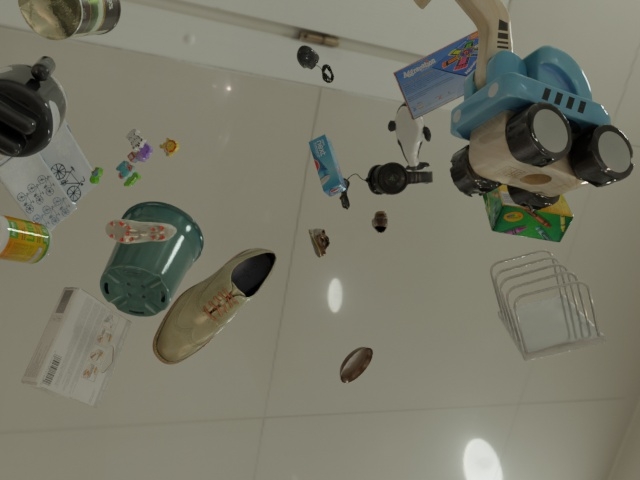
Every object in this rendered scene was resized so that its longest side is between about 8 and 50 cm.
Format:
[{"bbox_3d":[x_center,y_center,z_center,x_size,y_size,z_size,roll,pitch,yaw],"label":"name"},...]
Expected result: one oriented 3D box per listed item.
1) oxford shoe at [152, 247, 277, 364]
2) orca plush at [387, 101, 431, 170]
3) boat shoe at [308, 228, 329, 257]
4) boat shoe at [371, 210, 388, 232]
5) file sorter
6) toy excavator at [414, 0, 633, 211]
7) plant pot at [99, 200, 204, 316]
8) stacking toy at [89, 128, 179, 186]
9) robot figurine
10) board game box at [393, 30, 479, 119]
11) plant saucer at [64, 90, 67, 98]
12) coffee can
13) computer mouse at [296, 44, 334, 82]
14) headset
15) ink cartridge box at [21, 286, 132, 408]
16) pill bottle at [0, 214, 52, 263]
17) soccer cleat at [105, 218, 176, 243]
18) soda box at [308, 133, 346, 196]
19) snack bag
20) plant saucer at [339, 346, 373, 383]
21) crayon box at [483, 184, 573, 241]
[{"bbox_3d":[-0.268,0.152,1.342,0.397,0.140,0.146,-49,-169,-24],"label":"oxford shoe"},{"bbox_3d":[0.329,-0.370,1.777,0.151,0.287,0.102,7,-127,39],"label":"orca plush"},{"bbox_3d":[0.000,0.000,1.744,0.178,0.060,0.064,-110,-174,-66],"label":"boat shoe"},{"bbox_3d":[0.264,-0.070,2.326,0.207,0.073,0.073,59,27,-76],"label":"boat shoe"},{"bbox_3d":[0.574,0.156,1.367,0.278,0.192,0.173,-70,143,-74],"label":"file sorter"},{"bbox_3d":[0.361,-0.324,1.023,0.222,0.432,0.445,147,-48,-64],"label":"toy excavator"},{"bbox_3d":[-0.647,0.086,1.975,0.334,0.341,0.341,-86,-167,-52],"label":"plant pot"},{"bbox_3d":[-0.528,-0.222,1.488,0.221,0.167,0.052,-38,-101,16],"label":"stacking toy"},{"bbox_3d":[-0.665,-0.290,1.148,0.278,0.209,0.174,-113,-170,-57],"label":"robot figurine"},{"bbox_3d":[0.361,-0.469,1.467,0.027,0.281,0.145,-101,164,-69],"label":"board game box"},{"bbox_3d":[-1.081,-0.527,2.043,0.037,0.195,0.195,56,-31,8],"label":"plant saucer"},{"bbox_3d":[-0.808,-0.769,1.704,0.275,0.201,0.202,-77,-178,-64],"label":"coffee can"},{"bbox_3d":[-0.009,-0.640,1.915,0.041,0.242,0.071,32,-82,32],"label":"computer mouse"},{"bbox_3d":[0.273,-0.227,2.165,0.243,0.394,0.185,-162,-111,-76],"label":"headset"},{"bbox_3d":[-0.728,0.330,1.589,0.261,0.066,0.296,59,36,-53],"label":"ink cartridge box"},{"bbox_3d":[-0.981,-0.008,1.623,0.245,0.136,0.136,26,63,-67],"label":"pill bottle"},{"bbox_3d":[-0.501,-0.024,1.461,0.076,0.196,0.068,-28,121,-81],"label":"soccer cleat"},{"bbox_3d":[0.025,-0.270,1.886,0.067,0.071,0.210,32,39,-64],"label":"soda box"},{"bbox_3d":[-1.006,-0.239,1.966,0.342,0.037,0.323,-56,145,-37],"label":"snack bag"},{"bbox_3d":[0.130,0.467,1.982,0.029,0.168,0.168,36,-57,37],"label":"plant saucer"},{"bbox_3d":[0.497,-0.122,1.301,0.278,0.165,0.081,-81,-179,-51],"label":"crayon box"}]
